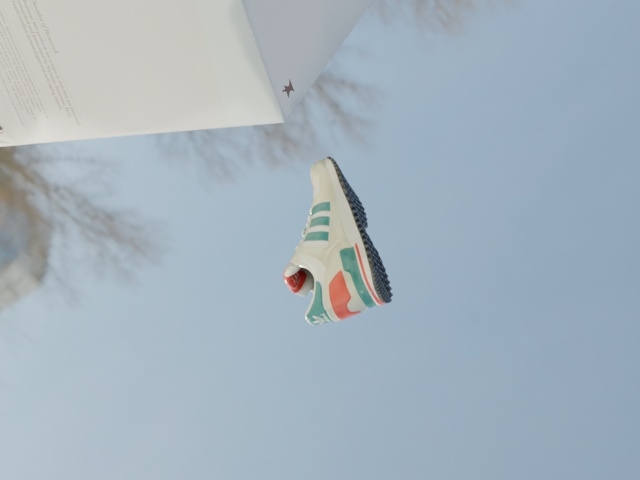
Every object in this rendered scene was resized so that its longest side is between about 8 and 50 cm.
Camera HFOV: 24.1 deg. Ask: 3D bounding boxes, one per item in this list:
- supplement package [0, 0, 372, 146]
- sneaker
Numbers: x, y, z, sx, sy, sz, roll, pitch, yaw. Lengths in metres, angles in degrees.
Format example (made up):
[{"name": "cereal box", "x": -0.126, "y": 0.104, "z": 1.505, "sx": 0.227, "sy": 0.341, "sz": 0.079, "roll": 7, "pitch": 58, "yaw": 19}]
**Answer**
[{"name": "supplement package", "x": -0.109, "y": -0.177, "z": 0.855, "sx": 0.203, "sy": 0.194, "sz": 0.149, "roll": -2, "pitch": -146, "yaw": 27}, {"name": "sneaker", "x": 0.000, "y": 0.000, "z": 1.166, "sx": 0.075, "sy": 0.057, "sz": 0.161, "roll": -26, "pitch": -135, "yaw": 8}]
